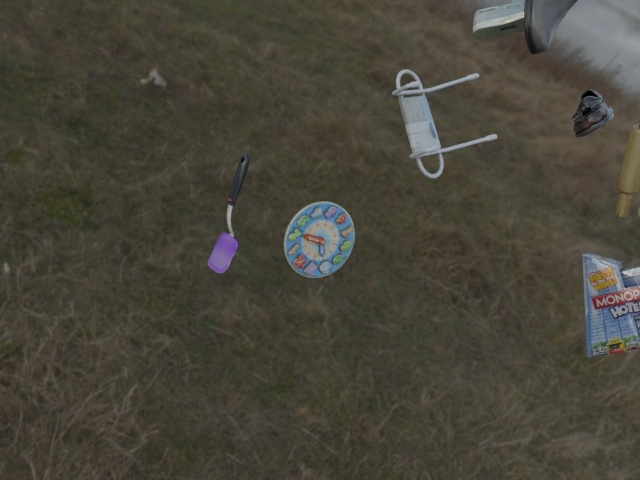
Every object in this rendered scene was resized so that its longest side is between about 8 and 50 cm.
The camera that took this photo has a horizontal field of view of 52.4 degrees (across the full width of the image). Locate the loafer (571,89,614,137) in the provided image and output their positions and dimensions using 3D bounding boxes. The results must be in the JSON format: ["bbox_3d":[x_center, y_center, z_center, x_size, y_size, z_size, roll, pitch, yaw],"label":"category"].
[{"bbox_3d":[0.724,-0.349,1.759,0.095,0.109,0.302,58,31,0],"label":"loafer"}]

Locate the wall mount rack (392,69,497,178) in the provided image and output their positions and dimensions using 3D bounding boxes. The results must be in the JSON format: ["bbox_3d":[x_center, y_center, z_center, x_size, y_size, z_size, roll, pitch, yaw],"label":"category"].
[{"bbox_3d":[0.376,-0.380,1.999,0.304,0.130,0.350,-16,90,-37],"label":"wall mount rack"}]

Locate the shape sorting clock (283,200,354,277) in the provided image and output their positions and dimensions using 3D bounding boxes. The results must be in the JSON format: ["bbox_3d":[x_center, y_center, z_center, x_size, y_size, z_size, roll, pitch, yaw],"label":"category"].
[{"bbox_3d":[0.000,0.000,1.685,0.206,0.206,0.040,11,14,-29],"label":"shape sorting clock"}]

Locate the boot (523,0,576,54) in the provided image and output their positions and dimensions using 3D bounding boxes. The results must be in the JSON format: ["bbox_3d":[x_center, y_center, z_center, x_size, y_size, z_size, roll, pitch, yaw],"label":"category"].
[{"bbox_3d":[0.582,-0.561,1.400,0.223,0.338,0.118,15,-5,33],"label":"boot"}]

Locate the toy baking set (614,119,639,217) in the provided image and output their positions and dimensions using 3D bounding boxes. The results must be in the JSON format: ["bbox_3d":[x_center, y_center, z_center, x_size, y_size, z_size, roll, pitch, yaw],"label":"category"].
[{"bbox_3d":[0.454,-0.058,0.774,0.197,0.256,0.030,26,38,29],"label":"toy baking set"}]

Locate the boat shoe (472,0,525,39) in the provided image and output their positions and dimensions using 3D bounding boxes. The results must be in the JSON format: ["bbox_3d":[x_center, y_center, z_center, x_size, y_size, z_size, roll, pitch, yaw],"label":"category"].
[{"bbox_3d":[0.494,-0.572,1.633,0.079,0.227,0.081,28,60,-62],"label":"boat shoe"}]

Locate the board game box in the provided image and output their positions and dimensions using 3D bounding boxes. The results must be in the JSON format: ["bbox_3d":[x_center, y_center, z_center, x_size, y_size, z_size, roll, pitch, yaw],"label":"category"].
[{"bbox_3d":[0.573,0.103,1.213,0.060,0.194,0.194,-6,79,-57],"label":"board game box"}]

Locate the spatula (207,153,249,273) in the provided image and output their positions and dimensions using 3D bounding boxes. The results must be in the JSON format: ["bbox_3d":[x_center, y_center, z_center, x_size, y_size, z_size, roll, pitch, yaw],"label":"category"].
[{"bbox_3d":[-0.211,-0.063,1.545,0.030,0.296,0.084,0,22,-41],"label":"spatula"}]
